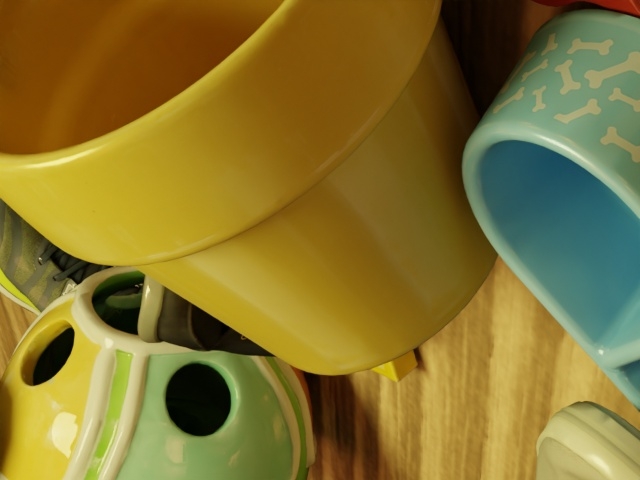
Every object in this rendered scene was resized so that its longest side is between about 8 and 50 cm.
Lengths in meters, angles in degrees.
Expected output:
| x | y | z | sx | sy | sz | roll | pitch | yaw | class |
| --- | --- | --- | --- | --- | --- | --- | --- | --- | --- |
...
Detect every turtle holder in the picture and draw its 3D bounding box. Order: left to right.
| x | y | z | sx | sy | sz | roll | pitch | yaw | class |
| --- | --- | --- | --- | --- | --- | --- | --- | --- | --- |
| -0.160 | 0.136 | 1.320 | 0.320 | 0.243 | 0.227 | 7 | 120 | -3 | turtle holder |

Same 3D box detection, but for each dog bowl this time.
| x | y | z | sx | sy | sz | roll | pitch | yaw | class |
| --- | --- | --- | --- | --- | --- | --- | --- | --- | --- |
| 0.184 | 0.027 | 0.827 | 0.297 | 0.074 | 0.166 | 48 | 158 | -2 | dog bowl |

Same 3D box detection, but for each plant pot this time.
| x | y | z | sx | sy | sz | roll | pitch | yaw | class |
| --- | --- | --- | --- | --- | --- | --- | --- | --- | --- |
| -0.026 | -0.060 | 0.901 | 0.254 | 0.254 | 0.239 | 18 | 155 | 49 | plant pot |

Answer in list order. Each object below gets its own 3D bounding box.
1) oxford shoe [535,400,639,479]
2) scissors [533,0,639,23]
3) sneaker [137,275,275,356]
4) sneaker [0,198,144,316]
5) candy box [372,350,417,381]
| x | y | z | sx | sy | sz | roll | pitch | yaw | class |
| --- | --- | --- | --- | --- | --- | --- | --- | --- | --- |
| 0.172 | 0.236 | 1.025 | 0.169 | 0.130 | 0.449 | 43 | 163 | 26 | oxford shoe |
| 0.159 | -0.102 | 0.780 | 0.297 | 0.021 | 0.109 | 41 | 152 | 16 | scissors |
| -0.038 | 0.032 | 1.073 | 0.118 | 0.083 | 0.222 | 7 | 176 | 9 | sneaker |
| -0.186 | 0.047 | 1.481 | 0.121 | 0.111 | 0.300 | -1 | 131 | 47 | sneaker |
| 0.000 | 0.000 | 1.171 | 0.105 | 0.027 | 0.206 | 22 | 143 | 42 | candy box |
